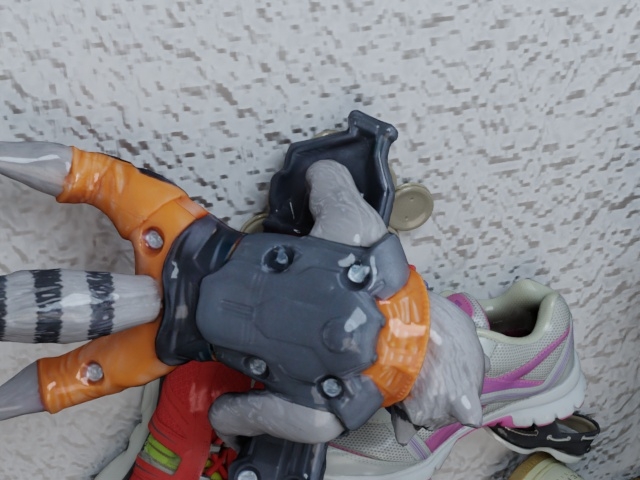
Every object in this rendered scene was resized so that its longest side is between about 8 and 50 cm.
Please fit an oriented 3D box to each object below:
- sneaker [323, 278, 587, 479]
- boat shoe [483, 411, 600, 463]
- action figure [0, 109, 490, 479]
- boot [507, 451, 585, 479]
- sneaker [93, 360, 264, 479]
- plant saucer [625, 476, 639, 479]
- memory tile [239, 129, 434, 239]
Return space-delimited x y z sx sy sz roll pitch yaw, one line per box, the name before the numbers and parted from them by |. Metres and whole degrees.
sneaker | 0.081 0.094 0.820 0.252 0.103 0.111 -20 122 -23
boat shoe | 0.182 0.153 0.926 0.125 0.046 0.038 21 114 -32
action figure | -0.063 0.084 0.662 0.330 0.178 0.341 5 93 2
boot | 0.249 0.328 0.950 0.095 0.203 0.262 -23 122 -37
sneaker | -0.083 0.164 0.800 0.107 0.118 0.279 17 113 -27
plant saucer | 0.289 0.246 1.042 0.083 0.015 0.083 -8 125 -12
memory tile | 0.000 0.000 0.784 0.113 0.012 0.148 28 111 -31
